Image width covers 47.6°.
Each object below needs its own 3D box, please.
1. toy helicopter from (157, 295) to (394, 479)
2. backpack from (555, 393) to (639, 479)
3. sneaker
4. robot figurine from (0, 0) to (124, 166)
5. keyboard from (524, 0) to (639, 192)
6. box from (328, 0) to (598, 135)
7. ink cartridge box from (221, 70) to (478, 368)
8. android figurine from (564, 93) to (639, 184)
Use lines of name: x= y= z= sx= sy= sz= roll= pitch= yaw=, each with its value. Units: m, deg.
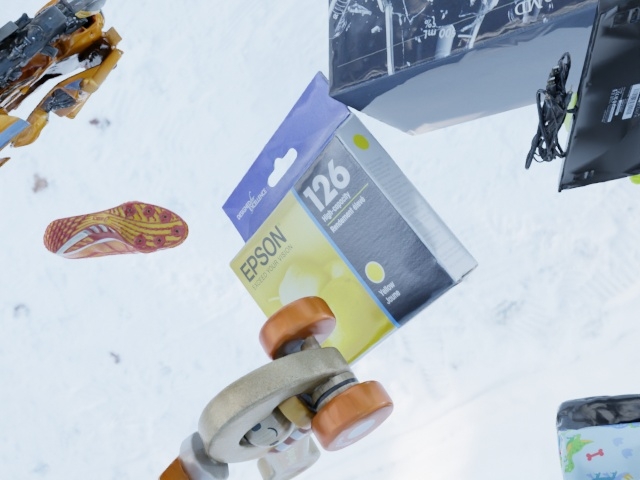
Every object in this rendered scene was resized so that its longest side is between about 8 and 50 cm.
toy helicopter: x=-0.058 y=0.227 z=0.817 sx=0.140 sy=0.235 sz=0.355 roll=54 pitch=164 yaw=26
backpack: x=0.438 y=0.373 z=0.918 sx=0.290 sy=0.355 sz=0.273 roll=-10 pitch=154 yaw=32
sneaker: x=-0.240 y=-0.011 z=0.870 sx=0.175 sy=0.067 sz=0.064 roll=-2 pitch=82 yaw=9
robot figurine: x=-0.283 y=-0.104 z=0.623 sx=0.085 sy=0.291 sz=0.211 roll=48 pitch=155 yaw=-17
keyboard: x=0.188 y=-0.102 z=0.482 sx=0.100 sy=0.038 sz=0.192 roll=-11 pitch=148 yaw=3
box: x=0.190 y=-0.318 z=0.793 sx=0.343 sy=0.179 sz=0.312 roll=-11 pitch=75 yaw=39
ink cartridge box: x=0.000 y=0.000 z=0.936 sx=0.307 sy=0.072 sz=0.303 roll=51 pitch=134 yaw=9
android figurine: x=0.413 y=-0.212 z=0.936 sx=0.248 sy=0.056 sz=0.273 roll=11 pitch=93 yaw=-1
